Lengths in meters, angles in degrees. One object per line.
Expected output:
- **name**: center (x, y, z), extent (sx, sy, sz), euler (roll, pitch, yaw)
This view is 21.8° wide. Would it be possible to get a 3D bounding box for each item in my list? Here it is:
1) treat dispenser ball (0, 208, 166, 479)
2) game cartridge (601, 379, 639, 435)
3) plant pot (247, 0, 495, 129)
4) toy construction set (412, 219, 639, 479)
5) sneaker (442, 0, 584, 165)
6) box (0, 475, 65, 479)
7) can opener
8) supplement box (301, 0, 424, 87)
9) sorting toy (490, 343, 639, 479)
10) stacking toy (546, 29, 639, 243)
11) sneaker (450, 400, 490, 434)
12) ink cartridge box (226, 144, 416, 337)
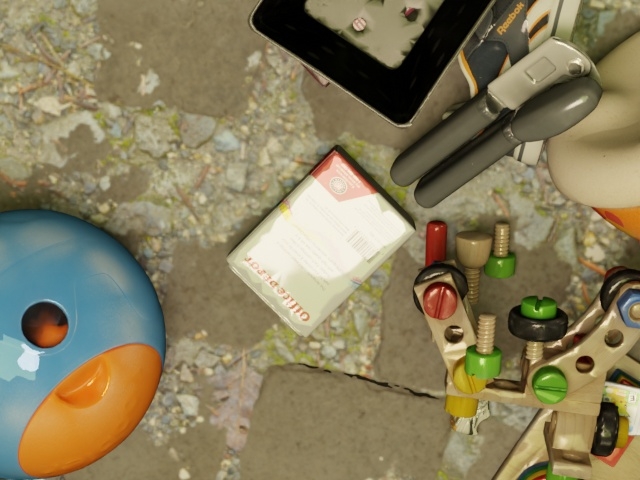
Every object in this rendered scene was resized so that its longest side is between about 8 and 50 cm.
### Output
- **treat dispenser ball**: center (-0.308, 0.110, 1.763), extent (0.288, 0.288, 0.288), euler (0, 100, 2)
- **game cartridge**: center (0.324, 0.182, 1.803), extent (0.083, 0.017, 0.056), euler (11, 96, 13)
- **plant pot**: center (0.059, -0.242, 1.645), extent (0.187, 0.167, 0.188), euler (33, 99, -3)
- **toy construction set**: center (0.199, 0.130, 1.760), extent (0.257, 0.309, 0.237), euler (-6, 110, -23)
- **sneaker**: center (0.213, -0.241, 1.748), extent (0.127, 0.126, 0.321), euler (18, 112, 9)
- **box**: center (-0.345, 0.334, 1.912), extent (0.126, 0.072, 0.137), euler (-22, 98, 5)
- **can opener**: center (0.175, -0.115, 1.714), extent (0.074, 0.093, 0.280), euler (43, 135, -13)
- **supplement box**: center (0.049, -0.256, 1.781), extent (0.188, 0.104, 0.081), euler (-41, 96, 8)
- **sorting toy**: center (0.347, 0.284, 1.871), extent (0.257, 0.089, 0.255), euler (32, 99, -4)
- **stacking toy**: center (0.489, -0.003, 1.741), extent (0.350, 0.350, 0.480), euler (-33, 112, 7)
- **sneaker**: center (0.181, 0.184, 1.893), extent (0.037, 0.032, 0.083), euler (24, 105, -16)
- **ink cartridge box**: center (0.000, 0.000, 1.842), extent (0.175, 0.072, 0.127), euler (-44, 96, 8)
